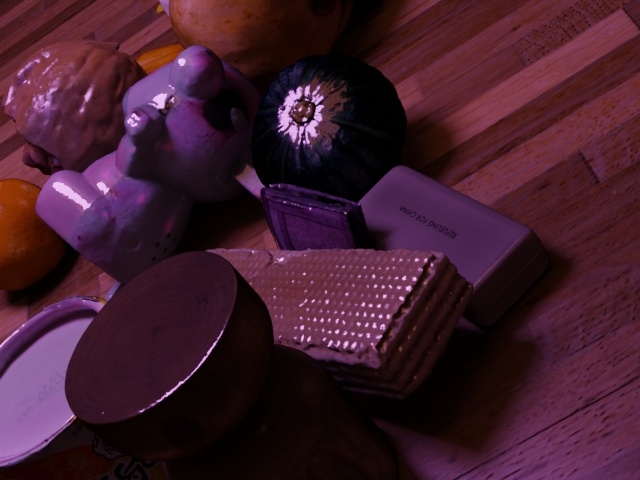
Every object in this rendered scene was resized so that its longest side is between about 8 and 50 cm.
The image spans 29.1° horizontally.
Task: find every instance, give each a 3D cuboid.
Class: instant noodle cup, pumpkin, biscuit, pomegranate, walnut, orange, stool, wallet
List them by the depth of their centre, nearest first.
[{"bbox_3d":[-0.072,0.160,1.082,0.179,0.264,0.179,-26,36,20],"label":"stool"},{"bbox_3d":[-0.226,0.196,1.247,0.264,0.200,0.264,-24,39,21],"label":"instant noodle cup"},{"bbox_3d":[-0.028,0.074,1.265,0.426,0.078,0.144,-1,49,52],"label":"biscuit"},{"bbox_3d":[-0.001,0.001,1.337,0.030,0.111,0.166,-29,26,-29],"label":"wallet"},{"bbox_3d":[0.007,-0.121,1.418,0.194,0.150,0.194,-6,53,8],"label":"pumpkin"},{"bbox_3d":[-0.323,-0.162,1.649,0.204,0.238,0.141,-28,-2,10],"label":"walnut"},{"bbox_3d":[-0.081,-0.330,1.672,0.260,0.260,0.260,-25,37,21],"label":"pomegranate"},{"bbox_3d":[-0.424,-0.008,1.724,0.136,0.159,0.159,3,36,-10],"label":"orange"}]

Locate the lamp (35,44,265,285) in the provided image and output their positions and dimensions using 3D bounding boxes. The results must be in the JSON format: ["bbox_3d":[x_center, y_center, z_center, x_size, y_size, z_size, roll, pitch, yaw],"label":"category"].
[{"bbox_3d":[-0.176,-0.081,1.535,0.247,0.247,0.301,39,86,25],"label":"lamp"}]

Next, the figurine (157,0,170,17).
[{"bbox_3d":[-0.185,-0.364,1.907,0.178,0.130,0.109,-5,31,43],"label":"figurine"}]

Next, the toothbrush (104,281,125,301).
[{"bbox_3d":[-0.311,0.137,1.555,0.019,0.016,0.220,3,52,47],"label":"toothbrush"}]

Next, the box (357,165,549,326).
[{"bbox_3d":[0.123,0.000,1.266,0.103,0.055,0.243,-45,34,-8],"label":"box"}]

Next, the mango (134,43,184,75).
[{"bbox_3d":[-0.252,-0.194,1.780,0.252,0.126,0.154,-36,32,1],"label":"mango"}]
